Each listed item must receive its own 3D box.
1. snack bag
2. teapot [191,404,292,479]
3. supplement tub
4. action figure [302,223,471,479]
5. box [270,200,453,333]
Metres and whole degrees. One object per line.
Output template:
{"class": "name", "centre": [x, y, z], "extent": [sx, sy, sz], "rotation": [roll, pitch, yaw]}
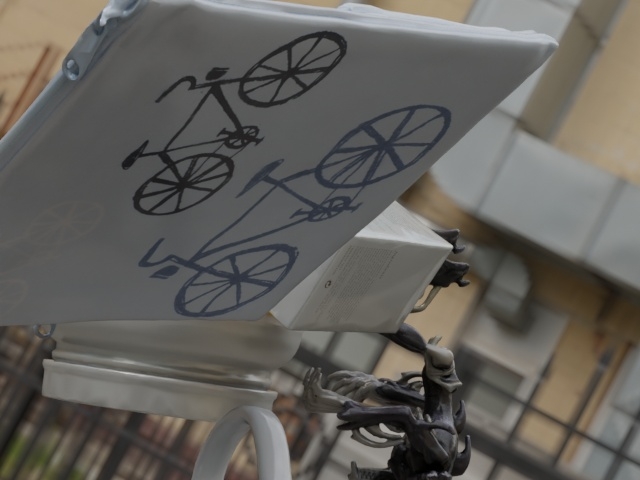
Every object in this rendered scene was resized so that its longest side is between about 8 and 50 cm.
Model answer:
{"class": "snack bag", "centre": [-0.072, -0.039, 1.070], "extent": [0.342, 0.323, 0.037], "rotation": [0, 58, -45]}
{"class": "teapot", "centre": [-0.075, 0.276, 1.163], "extent": [0.253, 0.256, 0.187], "rotation": [63, -22, -14]}
{"class": "supplement tub", "centre": [-0.122, -0.013, 1.613], "extent": [0.241, 0.331, 0.241], "rotation": [8, -5, 1]}
{"class": "action figure", "centre": [0.061, 0.128, 1.567], "extent": [0.140, 0.276, 0.164], "rotation": [2, -9, 7]}
{"class": "box", "centre": [0.000, 0.000, 1.442], "extent": [0.130, 0.091, 0.170], "rotation": [41, 17, 28]}
